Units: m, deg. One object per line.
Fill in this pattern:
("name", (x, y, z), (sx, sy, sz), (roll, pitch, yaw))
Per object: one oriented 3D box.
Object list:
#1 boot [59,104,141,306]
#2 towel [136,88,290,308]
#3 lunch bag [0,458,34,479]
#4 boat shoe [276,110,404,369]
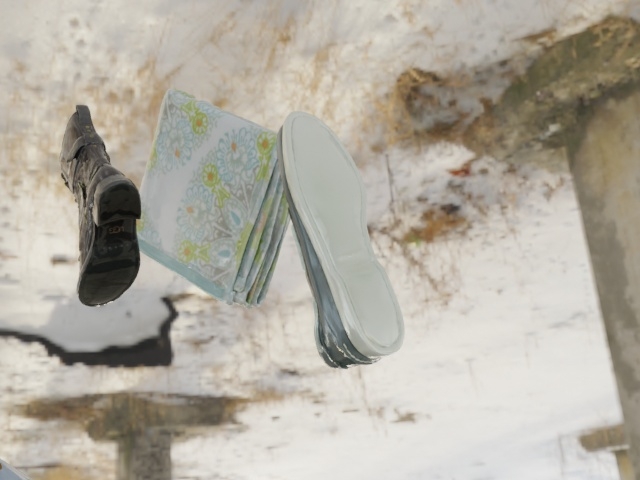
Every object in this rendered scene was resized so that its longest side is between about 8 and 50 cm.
("boot", (-0.360, -0.054, 1.469), (0.091, 0.229, 0.263), (-2, 124, -34))
("towel", (-0.199, -0.080, 1.719), (0.374, 0.320, 0.090), (27, -167, 38))
("lunch bag", (-0.279, 0.394, 0.956), (0.239, 0.385, 0.328), (-46, 129, -5))
("boat shoe", (0.000, 0.000, 1.101), (0.116, 0.319, 0.099), (-3, 157, -42))
